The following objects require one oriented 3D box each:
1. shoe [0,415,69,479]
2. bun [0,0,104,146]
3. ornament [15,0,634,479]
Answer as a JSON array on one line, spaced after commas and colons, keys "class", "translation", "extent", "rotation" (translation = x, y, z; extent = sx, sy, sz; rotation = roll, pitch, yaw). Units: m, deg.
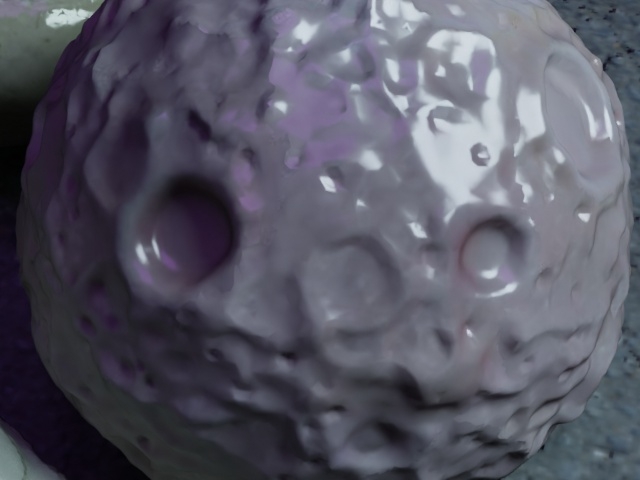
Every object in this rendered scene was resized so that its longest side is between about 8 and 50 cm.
[{"class": "shoe", "translation": [-0.193, 0.081, 0.602], "extent": [0.342, 0.210, 0.132], "rotation": [26, 53, 19]}, {"class": "bun", "translation": [-0.158, -0.130, 0.838], "extent": [0.231, 0.133, 0.231], "rotation": [4, 42, -3]}, {"class": "ornament", "translation": [0.000, 0.000, 0.660], "extent": [0.260, 0.259, 0.225], "rotation": [6, 90, 4]}]
